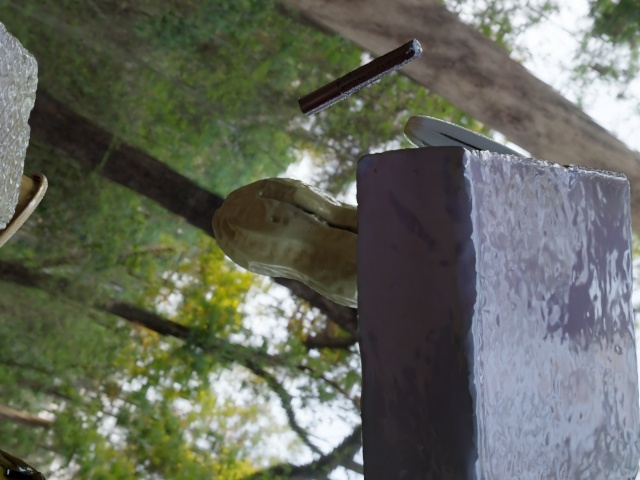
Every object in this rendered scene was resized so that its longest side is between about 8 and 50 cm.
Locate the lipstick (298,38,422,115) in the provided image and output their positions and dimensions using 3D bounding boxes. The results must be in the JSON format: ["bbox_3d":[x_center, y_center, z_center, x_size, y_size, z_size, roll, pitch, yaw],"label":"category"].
[{"bbox_3d":[0.046,-0.188,1.125,0.176,0.027,0.027,-22,-138,38],"label":"lipstick"}]

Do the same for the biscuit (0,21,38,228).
[{"bbox_3d":[-0.194,-0.074,0.453,0.239,0.061,0.108,99,1,-82],"label":"biscuit"}]

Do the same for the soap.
[{"bbox_3d":[0.156,0.077,0.774,0.107,0.296,0.285,-5,-95,40],"label":"soap"}]

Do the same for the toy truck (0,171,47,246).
[{"bbox_3d":[-0.524,-0.077,1.307,0.288,0.211,0.204,-7,-138,50],"label":"toy truck"}]

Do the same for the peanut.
[{"bbox_3d":[0.000,0.000,1.137,0.130,0.290,0.130,-46,146,-45],"label":"peanut"}]

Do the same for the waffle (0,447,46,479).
[{"bbox_3d":[-0.289,0.279,0.717,0.095,0.380,0.382,-29,168,-49],"label":"waffle"}]

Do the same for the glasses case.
[{"bbox_3d":[0.169,-0.095,1.069,0.041,0.164,0.063,-64,168,-4],"label":"glasses case"}]
